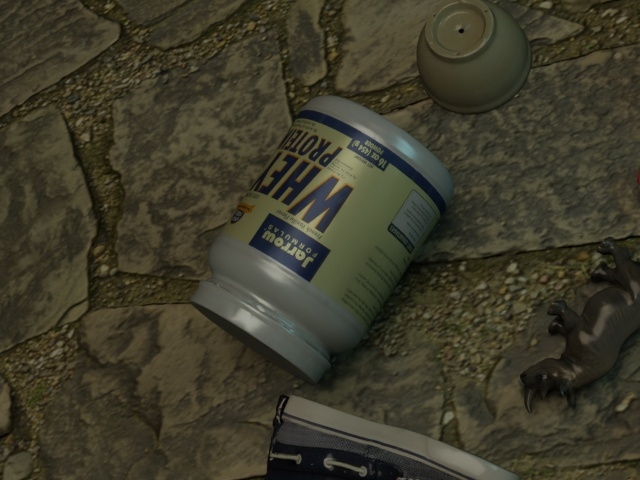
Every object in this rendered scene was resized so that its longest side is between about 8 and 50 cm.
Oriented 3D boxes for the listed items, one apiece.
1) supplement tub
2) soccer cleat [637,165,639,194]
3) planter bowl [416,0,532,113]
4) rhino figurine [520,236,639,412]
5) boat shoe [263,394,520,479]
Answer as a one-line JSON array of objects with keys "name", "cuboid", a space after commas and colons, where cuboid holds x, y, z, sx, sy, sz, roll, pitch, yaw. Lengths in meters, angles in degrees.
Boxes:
[{"name": "supplement tub", "cuboid": [0.000, 0.000, 2.013, 0.235, 0.235, 0.325, 29, 80, 27]}, {"name": "soccer cleat", "cuboid": [0.526, -0.079, 1.952, 0.248, 0.083, 0.095, -1, 85, 25]}, {"name": "planter bowl", "cuboid": [0.203, -0.271, 2.127, 0.162, 0.109, 0.162, -7, 66, 16]}, {"name": "rhino figurine", "cuboid": [0.336, 0.120, 1.941, 0.106, 0.073, 0.243, 36, 85, 31]}, {"name": "boat shoe", "cuboid": [0.077, 0.313, 1.933, 0.340, 0.127, 0.158, 14, 80, 32]}]
